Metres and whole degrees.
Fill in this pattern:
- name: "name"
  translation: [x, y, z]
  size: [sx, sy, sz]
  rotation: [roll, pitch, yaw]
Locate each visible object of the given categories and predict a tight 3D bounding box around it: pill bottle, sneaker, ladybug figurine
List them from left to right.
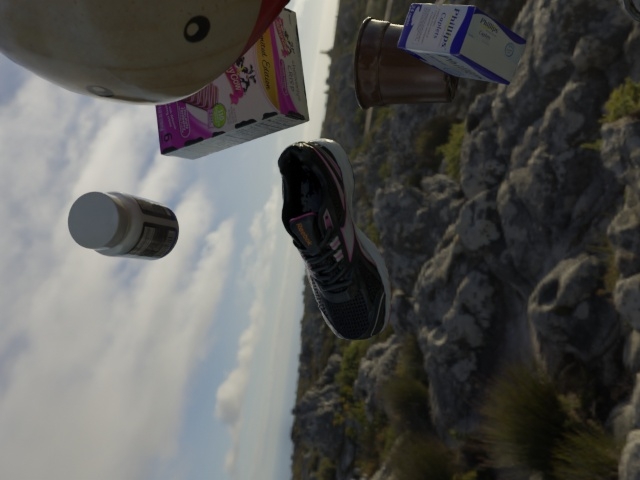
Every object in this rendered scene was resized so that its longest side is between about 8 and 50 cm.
- name: "pill bottle"
  translation: [-0.234, -0.017, 0.801]
  size: [0.137, 0.078, 0.078]
  rotation: [19, -101, -74]
- name: "ladybug figurine"
  translation: [-0.127, -0.263, 0.621]
  size: [0.162, 0.305, 0.449]
  rotation: [52, -151, -28]
- name: "sneaker"
  translation: [0.000, 0.000, 0.552]
  size: [0.077, 0.072, 0.178]
  rotation: [-4, -107, -65]

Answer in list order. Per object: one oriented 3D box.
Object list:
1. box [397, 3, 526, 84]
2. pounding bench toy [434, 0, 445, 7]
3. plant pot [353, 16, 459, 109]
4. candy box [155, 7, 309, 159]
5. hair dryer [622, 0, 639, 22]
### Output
- name: "box"
  translation: [0.211, -0.295, 1.001]
  size: [0.137, 0.126, 0.072]
  rotation: [28, 101, 51]
- name: "pounding bench toy"
  translation: [0.110, -0.239, 0.526]
  size: [0.083, 0.065, 0.052]
  rotation: [-48, 6, -1]
- name: "plant pot"
  translation: [0.163, -0.317, 1.212]
  size: [0.167, 0.165, 0.167]
  rotation: [9, -90, -70]
- name: "candy box"
  translation: [-0.135, -0.219, 0.943]
  size: [0.071, 0.233, 0.159]
  rotation: [0, -100, -55]
- name: "hair dryer"
  translation: [0.268, -0.129, 0.273]
  size: [0.224, 0.294, 0.080]
  rotation: [-3, -69, -56]
